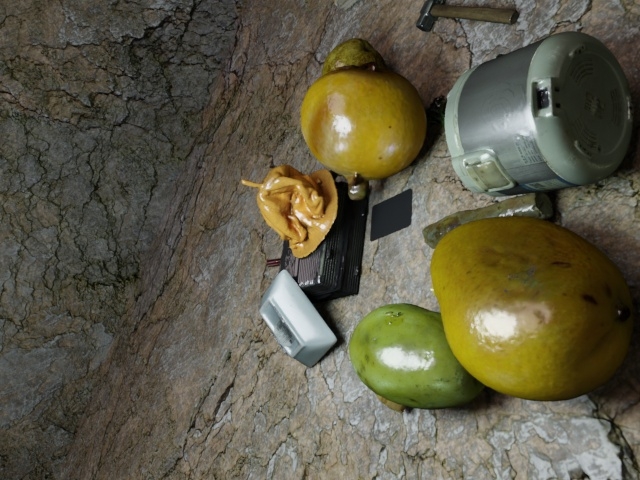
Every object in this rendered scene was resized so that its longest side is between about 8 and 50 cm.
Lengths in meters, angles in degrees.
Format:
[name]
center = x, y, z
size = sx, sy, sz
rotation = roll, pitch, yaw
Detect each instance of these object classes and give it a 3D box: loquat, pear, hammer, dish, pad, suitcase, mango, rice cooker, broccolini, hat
[loquat]
center = 0.114, -0.281, 1.570
size = 0.328, 0.328, 0.359
rotation = 23, 113, 58
[pear]
center = 0.107, -0.507, 1.827
size = 0.197, 0.197, 0.197
rotation = -34, 45, 43
[hammer]
center = 0.384, -0.600, 1.606
size = 0.111, 0.043, 0.365
rotation = -63, 33, 8
[dish]
center = -0.085, 0.224, 1.629
size = 0.243, 0.080, 0.182
rotation = 52, 138, 15
[pad]
center = 0.187, -0.067, 1.614
size = 0.157, 0.003, 0.112
rotation = -24, 52, 49
[suitcase]
center = 0.000, 0.000, 1.712
size = 0.229, 0.152, 0.335
rotation = -19, 56, 51
[mango]
center = 0.338, 0.099, 1.069
size = 0.301, 0.220, 0.445
rotation = -45, 26, -1
[rice cooker]
center = 0.396, -0.219, 1.132
size = 0.277, 0.288, 0.288
rotation = -8, 65, 57
[broccolini]
center = 0.316, -0.276, 1.500
size = 0.254, 0.057, 0.071
rotation = -106, 5, -49
[hat]
center = -0.112, -0.106, 1.587
size = 0.244, 0.233, 0.233
rotation = -60, 34, 12

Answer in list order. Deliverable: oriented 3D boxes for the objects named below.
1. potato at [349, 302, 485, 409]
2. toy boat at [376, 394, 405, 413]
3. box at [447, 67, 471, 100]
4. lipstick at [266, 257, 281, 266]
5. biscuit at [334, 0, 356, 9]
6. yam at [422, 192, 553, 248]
[potato]
center = 0.192, 0.236, 1.227
size = 0.304, 0.216, 0.216
rotation = 18, 87, 45
[toy boat]
center = 0.147, 0.302, 1.379
size = 0.200, 0.077, 0.057
rotation = -118, 40, -49
[box]
center = 0.363, -0.331, 1.403
size = 0.089, 0.122, 0.062
rotation = -55, 45, 20
[lipstick]
center = -0.119, 0.067, 1.974
size = 0.176, 0.027, 0.027
rotation = -10, 63, 52
[biscuit]
center = 0.197, -0.950, 2.062
size = 0.426, 0.078, 0.144
rotation = -23, 54, 50
[yam]
center = 0.345, -0.040, 1.297
size = 0.317, 0.067, 0.071
rotation = -19, 26, 51
